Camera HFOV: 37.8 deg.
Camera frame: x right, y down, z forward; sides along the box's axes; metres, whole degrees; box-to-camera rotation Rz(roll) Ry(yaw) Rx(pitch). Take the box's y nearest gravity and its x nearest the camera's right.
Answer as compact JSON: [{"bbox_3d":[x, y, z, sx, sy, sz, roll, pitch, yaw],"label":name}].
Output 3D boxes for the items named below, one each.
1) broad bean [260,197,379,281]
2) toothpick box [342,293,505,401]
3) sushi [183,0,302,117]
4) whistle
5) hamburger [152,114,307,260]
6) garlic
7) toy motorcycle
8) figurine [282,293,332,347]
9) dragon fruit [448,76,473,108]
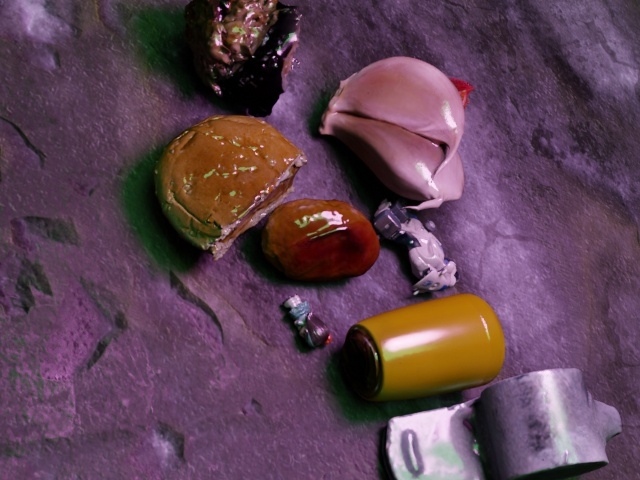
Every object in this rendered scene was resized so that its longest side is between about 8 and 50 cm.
[{"bbox_3d":[-0.001,0.001,1.709,0.229,0.156,0.122,5,22,-19],"label":"broad bean"},{"bbox_3d":[0.178,0.198,1.676,0.271,0.175,0.175,-8,70,-28],"label":"toothpick box"},{"bbox_3d":[-0.162,-0.370,1.750,0.219,0.238,0.225,17,70,-27],"label":"sushi"},{"bbox_3d":[0.319,0.347,1.645,0.188,0.405,0.168,41,35,-61],"label":"whistle"},{"bbox_3d":[-0.172,-0.118,1.651,0.211,0.132,0.309,35,51,10],"label":"hamburger"},{"bbox_3d":[0.186,-0.211,1.813,0.246,0.231,0.340,8,32,-42],"label":"garlic"},{"bbox_3d":[0.186,0.017,1.823,0.221,0.102,0.150,47,32,-4],"label":"toy motorcycle"},{"bbox_3d":[-0.023,0.144,1.672,0.106,0.047,0.060,54,17,14],"label":"figurine"},{"bbox_3d":[0.246,-0.284,2.011,0.153,0.153,0.110,-19,117,-35],"label":"dragon fruit"}]
